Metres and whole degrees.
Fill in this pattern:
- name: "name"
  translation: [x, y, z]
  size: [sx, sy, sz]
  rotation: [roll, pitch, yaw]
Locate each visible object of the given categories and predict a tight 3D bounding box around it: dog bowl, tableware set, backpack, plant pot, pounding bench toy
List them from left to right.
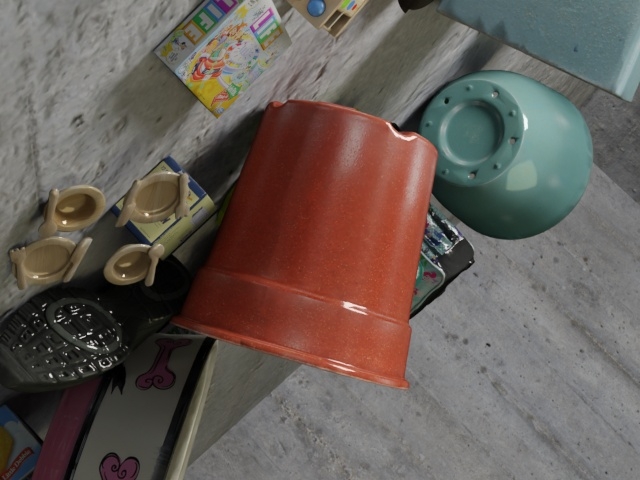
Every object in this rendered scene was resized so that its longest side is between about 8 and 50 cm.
- name: "tableware set"
  translation: [-0.201, -0.006, 0.928]
  size: [0.168, 0.020, 0.141]
  rotation: [-5, 138, -35]
- name: "dog bowl"
  translation: [-0.258, 0.297, 1.276]
  size: [0.408, 0.150, 0.408]
  rotation: [-164, -90, -88]
- name: "plant pot"
  translation: [0.000, 0.000, 1.105]
  size: [0.272, 0.272, 0.265]
  rotation: [44, 61, -80]
- name: "pounding bench toy"
  translation: [0.014, -0.238, 0.915]
  size: [0.083, 0.052, 0.065]
  rotation: [-47, 169, 14]
- name: "backpack"
  translation: [0.083, 0.005, 1.585]
  size: [0.191, 0.253, 0.225]
  rotation: [-32, 167, -36]
- name: "plant pot"
  translation: [0.297, -0.162, 1.727]
  size: [0.293, 0.293, 0.235]
  rotation: [-47, 154, 14]
- name: "plant pot"
  translation: [0.335, -0.343, 1.270]
  size: [0.252, 0.247, 0.247]
  rotation: [-64, 164, 14]

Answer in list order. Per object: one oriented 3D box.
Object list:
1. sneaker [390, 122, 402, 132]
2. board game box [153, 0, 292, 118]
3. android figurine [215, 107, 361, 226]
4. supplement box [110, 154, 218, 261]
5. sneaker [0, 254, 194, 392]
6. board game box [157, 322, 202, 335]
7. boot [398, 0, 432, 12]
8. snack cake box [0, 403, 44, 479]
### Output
- name: "sneaker"
  translation: [0.052, -0.085, 1.339]
  size: [0.178, 0.072, 0.077]
  rotation: [-53, 163, -4]
- name: "board game box"
  translation: [-0.081, -0.170, 0.881]
  size: [0.103, 0.026, 0.154]
  rotation: [-45, 170, 1]
- name: "android figurine"
  translation: [-0.040, -0.077, 1.338]
  size: [0.248, 0.056, 0.273]
  rotation: [-50, 170, 29]
- name: "supplement box"
  translation: [-0.159, -0.032, 1.035]
  size: [0.083, 0.056, 0.083]
  rotation: [-44, 170, -5]
- name: "sneaker"
  translation: [-0.252, 0.108, 1.106]
  size: [0.130, 0.109, 0.286]
  rotation: [-44, 170, 33]
- name: "board game box"
  translation: [-0.124, 0.083, 1.461]
  size: [0.193, 0.053, 0.305]
  rotation: [-34, 177, -43]
- name: "boot"
  translation: [0.169, -0.338, 1.110]
  size: [0.197, 0.077, 0.137]
  rotation: [-29, 171, -11]
- name: "snack cake box"
  translation: [-0.452, 0.331, 1.228]
  size: [0.264, 0.089, 0.152]
  rotation: [-41, 171, -18]
